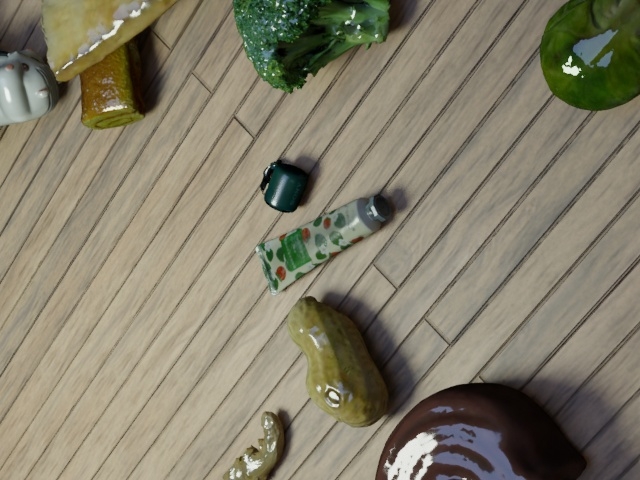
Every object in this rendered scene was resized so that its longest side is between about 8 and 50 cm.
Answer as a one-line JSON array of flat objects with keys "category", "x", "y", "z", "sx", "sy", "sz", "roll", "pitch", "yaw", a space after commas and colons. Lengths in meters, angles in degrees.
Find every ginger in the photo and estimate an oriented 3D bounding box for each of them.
[{"category": "ginger", "x": -0.107, "y": 0.373, "z": 1.934, "sx": 0.069, "sy": 0.051, "sz": 0.173, "roll": 40, "pitch": 109, "yaw": 19}]

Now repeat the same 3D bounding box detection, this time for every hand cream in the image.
[{"category": "hand cream", "x": 0.000, "y": 0.000, "z": 1.837, "sx": 0.276, "sy": 0.059, "sz": 0.095, "roll": -29, "pitch": 74, "yaw": 36}]

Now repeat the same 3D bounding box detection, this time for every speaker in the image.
[{"category": "speaker", "x": -0.070, "y": -0.095, "z": 1.872, "sx": 0.094, "sy": 0.060, "sz": 0.075, "roll": 32, "pitch": 108, "yaw": 29}]

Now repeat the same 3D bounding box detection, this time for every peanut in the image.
[{"category": "peanut", "x": 0.020, "y": 0.193, "z": 1.799, "sx": 0.120, "sy": 0.110, "sz": 0.236, "roll": -48, "pitch": 66, "yaw": 35}]

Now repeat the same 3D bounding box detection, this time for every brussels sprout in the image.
[{"category": "brussels sprout", "x": 0.386, "y": -0.262, "z": 1.516, "sx": 0.181, "sy": 0.144, "sz": 0.161, "roll": -36, "pitch": 38, "yaw": 42}]

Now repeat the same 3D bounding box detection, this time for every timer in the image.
[{"category": "timer", "x": -0.655, "y": -0.289, "z": 2.157, "sx": 0.315, "sy": 0.291, "sz": 0.290, "roll": -3, "pitch": 91, "yaw": 13}]

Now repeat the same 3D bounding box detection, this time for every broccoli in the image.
[{"category": "broccoli", "x": -0.017, "y": -0.360, "z": 1.747, "sx": 0.242, "sy": 0.261, "sz": 0.269, "roll": 5, "pitch": 101, "yaw": -5}]

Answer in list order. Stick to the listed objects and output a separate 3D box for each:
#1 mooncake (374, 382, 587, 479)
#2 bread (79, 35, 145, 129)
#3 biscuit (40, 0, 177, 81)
[{"category": "mooncake", "x": 0.227, "y": 0.388, "z": 1.638, "sx": 0.326, "sy": 0.174, "sz": 0.334, "roll": -48, "pitch": 67, "yaw": 24}, {"category": "bread", "x": -0.381, "y": -0.296, "z": 2.039, "sx": 0.132, "sy": 0.103, "sz": 0.172, "roll": -14, "pitch": 79, "yaw": 27}, {"category": "biscuit", "x": -0.345, "y": -0.560, "z": 1.977, "sx": 0.446, "sy": 0.104, "sz": 0.429, "roll": -32, "pitch": 61, "yaw": 21}]
